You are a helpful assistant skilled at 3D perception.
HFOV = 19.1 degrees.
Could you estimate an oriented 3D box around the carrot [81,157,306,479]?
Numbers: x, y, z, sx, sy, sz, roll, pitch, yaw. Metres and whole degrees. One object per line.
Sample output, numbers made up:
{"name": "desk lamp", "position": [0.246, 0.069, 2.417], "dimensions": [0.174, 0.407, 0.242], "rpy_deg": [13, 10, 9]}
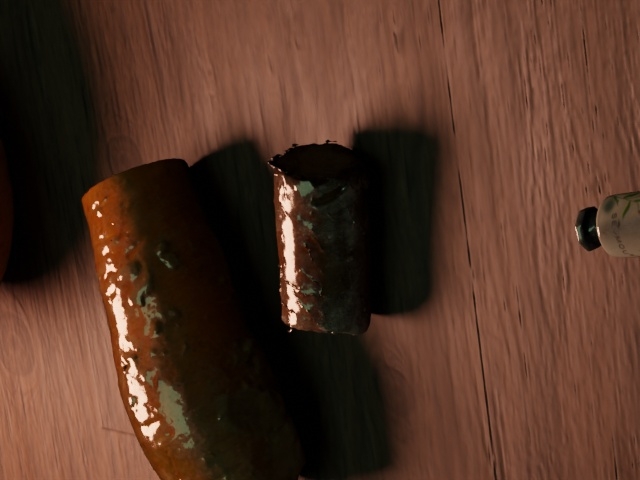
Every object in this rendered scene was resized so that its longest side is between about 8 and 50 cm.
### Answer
{"name": "carrot", "position": [-0.114, 0.090, 1.593], "dimensions": [0.138, 0.138, 0.302], "rpy_deg": [-31, 80, 48]}

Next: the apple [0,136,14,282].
{"name": "apple", "position": [-0.433, -0.033, 1.802], "dimensions": [0.345, 0.269, 0.345], "rpy_deg": [49, 148, 46]}

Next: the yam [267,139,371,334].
{"name": "yam", "position": [0.002, 0.000, 1.476], "dimensions": [0.079, 0.079, 0.141], "rpy_deg": [19, 119, 41]}

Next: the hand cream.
{"name": "hand cream", "position": [0.252, -0.015, 1.232], "dimensions": [0.194, 0.042, 0.067], "rpy_deg": [-7, 98, 43]}
